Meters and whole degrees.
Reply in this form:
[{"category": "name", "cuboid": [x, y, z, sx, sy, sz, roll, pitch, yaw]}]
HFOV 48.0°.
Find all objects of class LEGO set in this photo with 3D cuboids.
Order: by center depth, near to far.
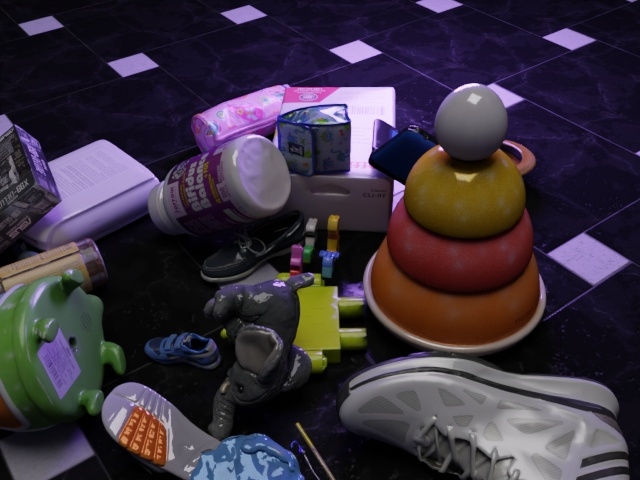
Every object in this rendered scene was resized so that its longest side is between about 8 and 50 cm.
[{"category": "LEGO set", "cuboid": [0.000, 0.000, 1.464, 0.087, 0.093, 0.227, 6, 23, 6]}]

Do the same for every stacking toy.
[{"category": "stacking toy", "cuboid": [0.257, -0.062, 1.277, 0.351, 0.479, 0.350, 0, 40, 0]}]

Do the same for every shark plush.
[{"category": "shark plush", "cuboid": [-0.618, 0.023, 1.519, 0.073, 0.067, 0.161, -22, 44, -23]}]

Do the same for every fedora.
[{"category": "fedora", "cuboid": [0.418, -0.175, 1.723, 0.195, 0.079, 0.194, -2, 34, 1]}]

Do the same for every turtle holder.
[{"category": "turtle holder", "cuboid": [-0.486, 0.169, 1.213, 0.228, 0.243, 0.320, -16, 48, 8]}]

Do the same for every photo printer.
[{"category": "photo printer", "cuboid": [-0.553, -0.096, 1.630, 0.308, 0.107, 0.256, -33, 48, -32]}]

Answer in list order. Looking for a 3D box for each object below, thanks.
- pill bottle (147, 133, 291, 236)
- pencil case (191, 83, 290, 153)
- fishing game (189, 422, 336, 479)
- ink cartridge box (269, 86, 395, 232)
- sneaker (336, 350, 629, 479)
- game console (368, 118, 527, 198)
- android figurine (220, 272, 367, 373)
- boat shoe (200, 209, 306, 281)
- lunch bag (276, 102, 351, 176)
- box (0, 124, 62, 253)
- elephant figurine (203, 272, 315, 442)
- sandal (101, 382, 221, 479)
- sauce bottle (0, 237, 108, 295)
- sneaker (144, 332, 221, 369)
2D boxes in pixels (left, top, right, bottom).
[{"category": "pill bottle", "cuboid": [-0.222, -0.102, 1.505, 0.302, 0.169, 0.169, -16, 27, 38]}, {"category": "pencil case", "cuboid": [-0.192, -0.312, 1.872, 0.284, 0.124, 0.124, -25, 45, -28]}, {"category": "fishing game", "cuboid": [-0.110, 0.382, 1.079, 0.264, 0.041, 0.189, -27, 62, -30]}, {"category": "ink cartridge box", "cuboid": [0.034, -0.200, 1.696, 0.279, 0.160, 0.384, 2, 41, 5]}, {"category": "sneaker", "cuboid": [0.241, 0.318, 1.063, 0.448, 0.169, 0.257, 4, 38, 3]}, {"category": "game console", "cuboid": [0.262, -0.170, 1.503, 0.293, 0.250, 0.173, 29, 65, -15]}, {"category": "android figurine", "cuboid": [-0.050, 0.155, 1.358, 0.273, 0.056, 0.248, 1, 40, 0]}, {"category": "boat shoe", "cuboid": [-0.139, 0.009, 1.515, 0.255, 0.079, 0.095, -22, 44, -23]}, {"category": "lunch bag", "cuboid": [-0.014, -0.206, 1.484, 0.151, 0.128, 0.096, -3, 41, -4]}, {"category": "box", "cuboid": [-0.708, -0.071, 1.515, 0.307, 0.076, 0.242, -41, 49, 2]}, {"category": "elephant figurine", "cuboid": [-0.097, 0.197, 1.198, 0.170, 0.186, 0.239, 2, 60, -31]}, {"category": "sandal", "cuboid": [-0.236, 0.334, 1.141, 0.265, 0.076, 0.102, 33, 49, 7]}, {"category": "sauce bottle", "cuboid": [-0.595, 0.099, 1.395, 0.345, 0.111, 0.111, -21, 44, -23]}, {"category": "sneaker", "cuboid": [-0.253, 0.193, 1.312, 0.144, 0.059, 0.053, 5, 42, 9]}]
